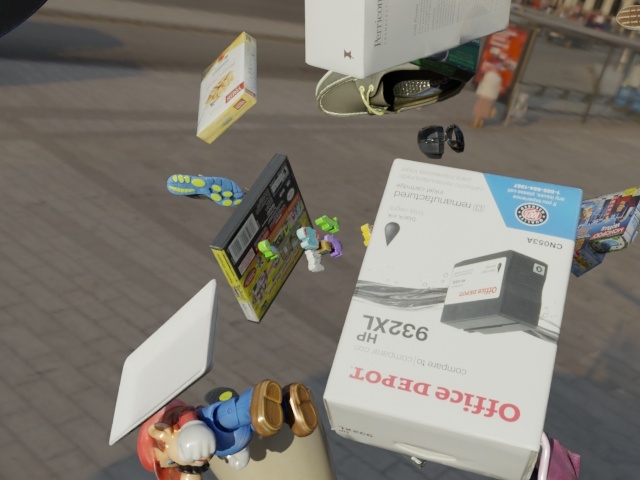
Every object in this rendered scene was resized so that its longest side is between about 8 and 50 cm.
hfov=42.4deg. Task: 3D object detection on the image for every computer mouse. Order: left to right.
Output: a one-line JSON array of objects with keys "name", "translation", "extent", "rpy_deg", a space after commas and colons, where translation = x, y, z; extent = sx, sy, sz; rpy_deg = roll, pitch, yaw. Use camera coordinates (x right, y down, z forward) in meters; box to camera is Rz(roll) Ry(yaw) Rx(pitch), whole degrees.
[{"name": "computer mouse", "translation": [0.235, -0.198, 1.647], "extent": [0.041, 0.071, 0.242], "rpy_deg": [-3, 6, -8]}]

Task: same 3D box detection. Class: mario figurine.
[{"name": "mario figurine", "translation": [-0.157, 0.325, 1.289], "extent": [0.198, 0.320, 0.170], "rpy_deg": [48, 38, -24]}]

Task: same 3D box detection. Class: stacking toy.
[{"name": "stacking toy", "translation": [0.000, 0.000, 1.681], "extent": [0.221, 0.167, 0.052], "rpy_deg": [18, 54, -52]}]

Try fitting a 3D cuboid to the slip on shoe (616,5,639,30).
[{"name": "slip on shoe", "translation": [0.635, -0.420, 1.580], "extent": [0.135, 0.051, 0.041], "rpy_deg": [13, -11, 45]}]

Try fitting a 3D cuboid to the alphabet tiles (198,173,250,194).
[{"name": "alphabet tiles", "translation": [-0.181, -0.125, 2.213], "extent": [0.237, 0.009, 0.198], "rpy_deg": [22, 5, 30]}]

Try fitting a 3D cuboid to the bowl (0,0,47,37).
[{"name": "bowl", "translation": [-0.616, -0.463, 1.483], "extent": [0.077, 0.391, 0.391], "rpy_deg": [52, 23, -1]}]

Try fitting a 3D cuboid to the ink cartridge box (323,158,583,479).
[{"name": "ink cartridge box", "translation": [0.153, 0.081, 0.922], "extent": [0.223, 0.129, 0.307], "rpy_deg": [12, 63, 14]}]

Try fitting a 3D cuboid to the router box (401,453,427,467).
[{"name": "router box", "translation": [0.197, 0.420, 1.797], "extent": [0.122, 0.092, 0.038], "rpy_deg": [34, 15, 21]}]

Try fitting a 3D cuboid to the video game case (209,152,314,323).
[{"name": "video game case", "translation": [-0.114, -0.003, 1.750], "extent": [0.035, 0.248, 0.275], "rpy_deg": [12, 53, 28]}]

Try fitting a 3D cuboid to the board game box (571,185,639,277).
[{"name": "board game box", "translation": [0.617, -0.015, 1.799], "extent": [0.060, 0.194, 0.194], "rpy_deg": [41, -24, -17]}]

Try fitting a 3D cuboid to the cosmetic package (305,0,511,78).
[{"name": "cosmetic package", "translation": [0.109, -0.394, 0.890], "extent": [0.097, 0.377, 0.284], "rpy_deg": [23, 35, 36]}]

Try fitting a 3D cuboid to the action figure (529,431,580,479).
[{"name": "action figure", "translation": [0.503, 0.598, 1.770], "extent": [0.248, 0.276, 0.370], "rpy_deg": [-10, 54, 8]}]

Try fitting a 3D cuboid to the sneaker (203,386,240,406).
[{"name": "sneaker", "translation": [-0.181, 0.396, 1.883], "extent": [0.209, 0.082, 0.069], "rpy_deg": [9, 40, 36]}]

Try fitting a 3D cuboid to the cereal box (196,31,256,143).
[{"name": "cereal box", "translation": [-0.220, -0.362, 1.950], "extent": [0.047, 0.173, 0.240], "rpy_deg": [32, 37, -32]}]

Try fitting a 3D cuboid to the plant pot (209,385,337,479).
[{"name": "plant pot", "translation": [-0.069, 0.474, 1.655], "extent": [0.274, 0.256, 0.256], "rpy_deg": [62, 28, 2]}]

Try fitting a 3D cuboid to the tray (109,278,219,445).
[{"name": "tray", "translation": [-0.211, 0.176, 1.138], "extent": [0.030, 0.270, 0.145], "rpy_deg": [25, 45, -28]}]

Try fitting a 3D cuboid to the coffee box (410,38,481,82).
[{"name": "coffee box", "translation": [0.205, -0.356, 1.330], "extent": [0.113, 0.184, 0.040], "rpy_deg": [17, -20, -11]}]

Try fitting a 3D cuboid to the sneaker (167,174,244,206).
[{"name": "sneaker", "translation": [-0.278, -0.128, 2.005], "extent": [0.188, 0.067, 0.078], "rpy_deg": [10, 8, -9]}]

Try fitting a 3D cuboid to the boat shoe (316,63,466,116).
[{"name": "boat shoe", "translation": [0.121, -0.276, 1.462], "extent": [0.305, 0.109, 0.091], "rpy_deg": [-11, 39, 26]}]
